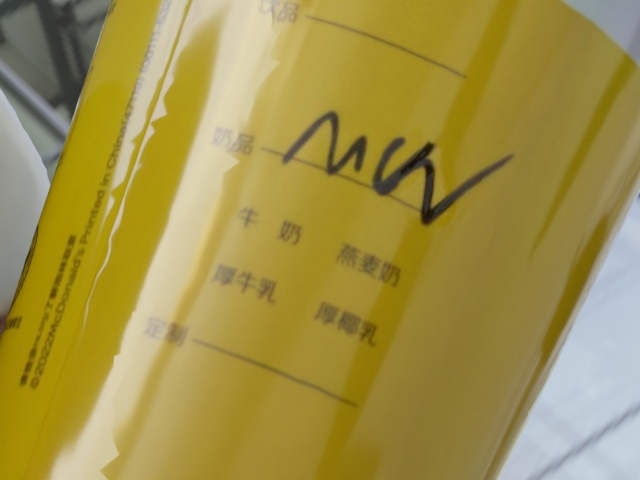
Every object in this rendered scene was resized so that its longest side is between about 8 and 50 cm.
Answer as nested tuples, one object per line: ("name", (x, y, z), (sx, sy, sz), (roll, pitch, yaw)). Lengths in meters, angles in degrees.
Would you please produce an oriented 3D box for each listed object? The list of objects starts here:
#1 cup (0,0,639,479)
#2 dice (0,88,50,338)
("cup", (0.000, 0.000, 0.566), (0.196, 0.196, 0.279), (39, -114, -50))
("dice", (-0.278, 0.062, 0.628), (0.277, 0.304, 0.304), (69, -144, -54))
